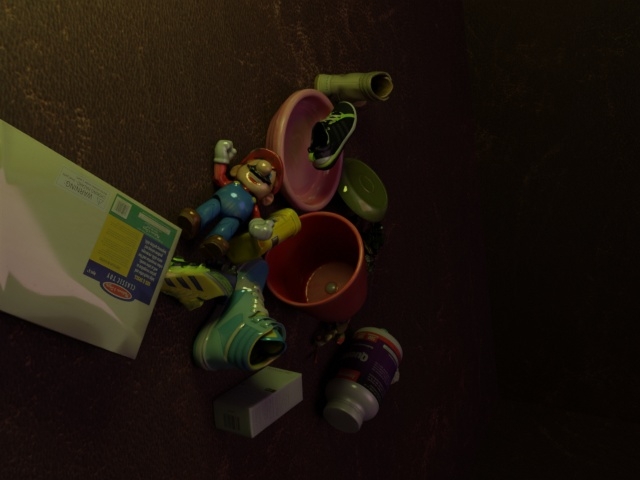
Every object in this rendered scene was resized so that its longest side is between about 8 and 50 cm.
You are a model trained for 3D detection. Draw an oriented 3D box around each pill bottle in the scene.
[{"bbox_3d":[0.131,0.446,2.029,0.323,0.181,0.182,-56,138,-41],"label":"pill bottle"}]

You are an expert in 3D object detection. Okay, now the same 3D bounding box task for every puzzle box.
[{"bbox_3d":[-0.437,0.015,1.074,0.409,0.052,0.272,37,61,-45],"label":"puzzle box"}]

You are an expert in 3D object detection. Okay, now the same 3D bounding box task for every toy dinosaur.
[{"bbox_3d":[0.135,0.016,2.066,0.218,0.164,0.322,72,16,-57],"label":"toy dinosaur"}]

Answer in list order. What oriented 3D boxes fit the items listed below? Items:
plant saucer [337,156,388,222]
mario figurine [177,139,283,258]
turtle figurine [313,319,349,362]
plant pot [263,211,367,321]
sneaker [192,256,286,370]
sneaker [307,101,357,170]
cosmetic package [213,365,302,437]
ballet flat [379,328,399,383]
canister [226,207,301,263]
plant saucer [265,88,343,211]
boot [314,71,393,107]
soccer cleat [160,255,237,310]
[{"bbox_3d":[0.134,-0.168,1.972,0.241,0.037,0.241,30,41,-30],"label":"plant saucer"},{"bbox_3d":[-0.181,-0.115,1.444,0.320,0.170,0.198,-55,136,-39],"label":"mario figurine"},{"bbox_3d":[0.042,0.239,1.944,0.269,0.087,0.217,-41,128,-50],"label":"turtle figurine"},{"bbox_3d":[0.009,0.094,1.728,0.243,0.274,0.275,58,45,-60],"label":"plant pot"},{"bbox_3d":[-0.145,0.176,1.499,0.127,0.208,0.319,57,45,-45],"label":"sneaker"},{"bbox_3d":[0.030,-0.296,1.695,0.097,0.084,0.235,52,51,-48],"label":"sneaker"},{"bbox_3d":[-0.153,0.404,1.605,0.231,0.117,0.086,-24,116,-57],"label":"cosmetic package"},{"bbox_3d":[0.236,0.436,2.312,0.077,0.091,0.241,-31,119,-28],"label":"ballet flat"},{"bbox_3d":[-0.144,-0.010,1.560,0.170,0.126,0.073,-36,105,-50],"label":"canister"},{"bbox_3d":[-0.048,-0.245,1.735,0.332,0.084,0.332,-11,103,-58],"label":"plant saucer"},{"bbox_3d":[0.129,-0.448,1.889,0.262,0.203,0.095,2,93,-58],"label":"boot"},{"bbox_3d":[-0.286,0.098,1.367,0.289,0.093,0.121,9,98,-58],"label":"soccer cleat"}]
